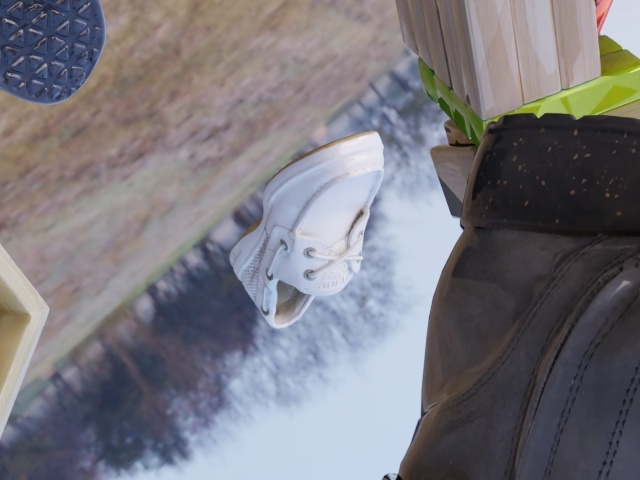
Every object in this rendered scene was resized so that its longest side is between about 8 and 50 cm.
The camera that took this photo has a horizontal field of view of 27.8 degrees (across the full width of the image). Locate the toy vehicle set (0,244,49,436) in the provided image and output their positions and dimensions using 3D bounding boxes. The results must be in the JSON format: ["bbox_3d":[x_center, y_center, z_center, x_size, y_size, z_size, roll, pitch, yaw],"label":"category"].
[{"bbox_3d":[-0.150,0.072,0.265,0.035,0.166,0.267,-4,-130,22],"label":"toy vehicle set"}]

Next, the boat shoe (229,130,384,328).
[{"bbox_3d":[0.000,0.000,1.104,0.098,0.096,0.277,-16,162,-22],"label":"boat shoe"}]

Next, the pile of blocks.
[{"bbox_3d":[0.138,-0.013,0.629,0.113,0.362,0.149,-20,-170,-8],"label":"pile of blocks"}]

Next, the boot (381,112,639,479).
[{"bbox_3d":[0.120,0.084,0.327,0.338,0.118,0.222,2,-113,63],"label":"boot"}]

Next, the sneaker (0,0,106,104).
[{"bbox_3d":[-0.210,-0.168,0.702,0.084,0.235,0.097,-48,-136,-2],"label":"sneaker"}]
